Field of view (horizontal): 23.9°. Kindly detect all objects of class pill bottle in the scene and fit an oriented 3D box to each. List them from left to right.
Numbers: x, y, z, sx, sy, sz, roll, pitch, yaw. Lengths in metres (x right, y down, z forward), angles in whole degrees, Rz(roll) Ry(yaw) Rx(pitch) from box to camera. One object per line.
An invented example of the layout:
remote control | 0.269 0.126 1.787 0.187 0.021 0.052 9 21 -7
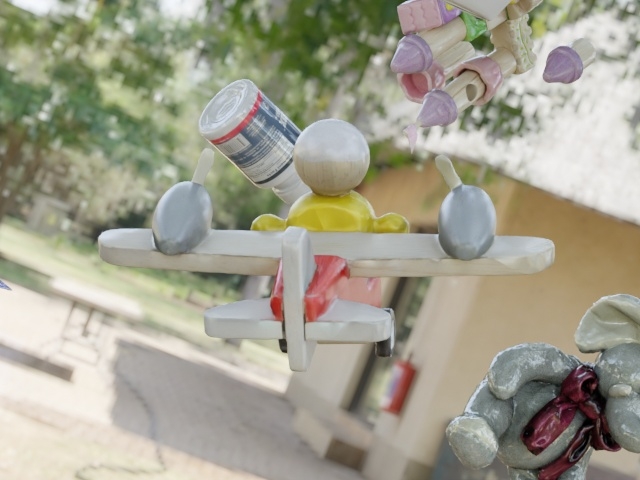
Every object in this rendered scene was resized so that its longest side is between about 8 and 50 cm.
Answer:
pill bottle | -0.082 -0.140 2.210 0.180 0.108 0.108 43 -14 -30

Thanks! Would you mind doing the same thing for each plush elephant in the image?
plush elephant | 0.350 0.224 1.970 0.255 0.330 0.272 -17 -62 26

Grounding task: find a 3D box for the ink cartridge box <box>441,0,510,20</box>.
ink cartridge box | 0.141 -0.400 1.545 0.117 0.207 0.283 12 39 -51

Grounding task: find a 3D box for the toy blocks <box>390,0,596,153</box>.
toy blocks | 0.184 -0.298 2.016 0.309 0.260 0.289 11 -54 44

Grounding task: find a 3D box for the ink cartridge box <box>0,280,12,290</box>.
ink cartridge box | -0.432 -0.025 1.566 0.208 0.045 0.206 33 2 16

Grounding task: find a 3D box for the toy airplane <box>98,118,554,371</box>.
toy airplane | 0.000 0.000 1.660 0.386 0.272 0.384 3 -1 -35
